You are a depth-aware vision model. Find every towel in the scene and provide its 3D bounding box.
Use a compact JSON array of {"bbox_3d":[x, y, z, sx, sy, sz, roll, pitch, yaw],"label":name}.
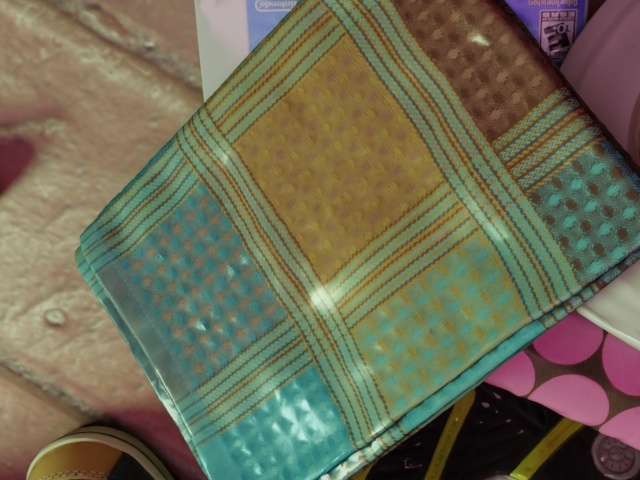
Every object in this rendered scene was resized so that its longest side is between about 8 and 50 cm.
[{"bbox_3d":[0.000,0.000,0.598,0.370,0.040,0.271,-42,72,27],"label":"towel"}]

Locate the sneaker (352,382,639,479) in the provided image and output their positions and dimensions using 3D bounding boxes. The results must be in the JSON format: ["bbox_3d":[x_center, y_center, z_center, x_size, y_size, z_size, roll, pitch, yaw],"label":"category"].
[{"bbox_3d":[0.149,0.151,0.736,0.384,0.147,0.145,-2,72,-4],"label":"sneaker"}]

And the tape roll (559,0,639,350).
[{"bbox_3d":[0.266,-0.051,0.521,0.286,0.286,0.100,-43,137,23],"label":"tape roll"}]

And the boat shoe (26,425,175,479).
[{"bbox_3d":[-0.119,0.404,0.866,0.186,0.156,0.500,-27,108,17],"label":"boat shoe"}]

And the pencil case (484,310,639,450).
[{"bbox_3d":[0.166,0.073,0.636,0.209,0.098,0.095,27,92,-2],"label":"pencil case"}]

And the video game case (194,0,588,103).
[{"bbox_3d":[0.052,-0.070,0.680,0.269,0.061,0.245,1,115,9],"label":"video game case"}]
